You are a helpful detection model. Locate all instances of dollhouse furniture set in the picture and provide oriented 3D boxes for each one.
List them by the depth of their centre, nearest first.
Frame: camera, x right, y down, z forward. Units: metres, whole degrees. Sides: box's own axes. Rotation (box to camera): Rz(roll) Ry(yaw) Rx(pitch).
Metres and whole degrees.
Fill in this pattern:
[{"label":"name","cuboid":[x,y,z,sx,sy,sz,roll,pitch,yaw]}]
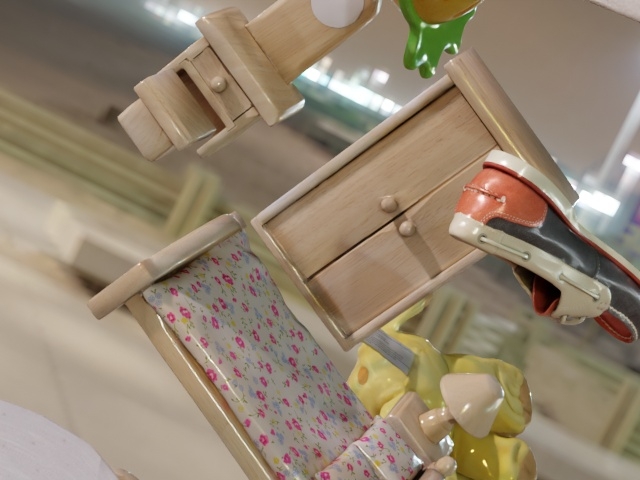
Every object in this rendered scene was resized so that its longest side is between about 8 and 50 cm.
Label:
[{"label":"dollhouse furniture set","cuboid":[0.000,0.000,0.996,0.303,0.174,0.355,54,22,0]}]

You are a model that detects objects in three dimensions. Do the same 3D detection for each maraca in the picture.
[{"label":"maraca","cuboid":[0.092,-0.213,1.411,0.099,0.185,0.127,22,43,28]}]

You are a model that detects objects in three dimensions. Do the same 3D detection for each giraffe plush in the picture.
[{"label":"giraffe plush","cuboid":[0.039,0.153,1.410,0.170,0.181,0.210,-27,-66,39]}]

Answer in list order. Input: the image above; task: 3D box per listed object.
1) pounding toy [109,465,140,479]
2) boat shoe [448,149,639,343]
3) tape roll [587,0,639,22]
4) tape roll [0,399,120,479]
[{"label":"pounding toy","cuboid":[-0.174,0.270,1.406,0.269,0.154,0.155,24,12,7]},{"label":"boat shoe","cuboid":[0.105,0.013,0.820,0.049,0.043,0.137,18,-17,47]},{"label":"tape roll","cuboid":[0.239,-0.152,0.960,0.392,0.072,0.392,17,18,-6]},{"label":"tape roll","cuboid":[-0.200,0.190,0.971,0.219,0.219,0.072,27,-36,12]}]
